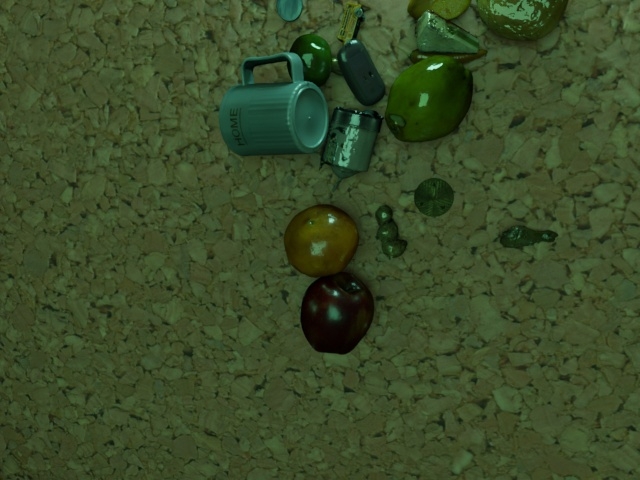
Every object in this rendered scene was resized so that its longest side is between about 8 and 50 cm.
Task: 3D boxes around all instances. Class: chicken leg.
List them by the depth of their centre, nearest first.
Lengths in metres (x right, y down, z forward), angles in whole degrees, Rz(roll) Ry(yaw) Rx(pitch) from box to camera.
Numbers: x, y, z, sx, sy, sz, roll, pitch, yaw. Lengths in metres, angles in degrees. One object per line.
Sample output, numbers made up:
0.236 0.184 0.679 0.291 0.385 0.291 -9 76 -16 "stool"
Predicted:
0.744 -0.014 1.745 0.198 0.069 0.085 0 102 6 "chicken leg"

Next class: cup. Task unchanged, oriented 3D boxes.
-0.150 -0.461 1.737 0.311 0.257 0.331 8 83 33 "cup"

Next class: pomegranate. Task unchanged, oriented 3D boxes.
-0.008 -0.637 1.762 0.225 0.187 0.187 1 101 -12 "pomegranate"

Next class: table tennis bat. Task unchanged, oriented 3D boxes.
-0.118 -0.891 1.811 0.100 0.019 0.155 -6 100 15 "table tennis bat"

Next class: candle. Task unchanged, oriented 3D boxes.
0.100 -0.322 1.783 0.187 0.187 0.330 18 106 10 "candle"

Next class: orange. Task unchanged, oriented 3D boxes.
0.000 0.000 1.813 0.284 0.284 0.226 -12 139 15 "orange"

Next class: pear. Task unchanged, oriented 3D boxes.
0.367 -0.472 1.657 0.269 0.269 0.321 43 95 3 "pear"

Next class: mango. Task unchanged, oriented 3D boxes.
0.402 -0.816 1.662 0.217 0.102 0.141 -13 122 19 "mango"

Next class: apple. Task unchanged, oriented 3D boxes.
0.061 0.271 1.847 0.288 0.288 0.317 23 125 8 "apple"

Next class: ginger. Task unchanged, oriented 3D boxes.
0.257 -0.033 1.849 0.104 0.080 0.204 -23 96 -16 "ginger"

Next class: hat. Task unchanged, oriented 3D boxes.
0.415 -0.155 1.794 0.146 0.067 0.146 2 101 13 "hat"

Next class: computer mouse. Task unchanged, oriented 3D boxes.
0.146 -0.596 1.752 0.120 0.057 0.232 -39 114 -7 "computer mouse"

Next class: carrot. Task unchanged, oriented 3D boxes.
0.440 -0.634 1.709 0.271 0.066 0.062 6 140 10 "carrot"

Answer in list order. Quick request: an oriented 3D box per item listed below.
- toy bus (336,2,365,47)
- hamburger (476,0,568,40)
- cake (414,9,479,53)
0.106 -0.757 1.756 0.074 0.069 0.162 19 102 10 "toy bus"
0.651 -0.787 1.586 0.283 0.144 0.260 16 106 16 "hamburger"
0.422 -0.682 1.681 0.220 0.086 0.117 19 150 -21 "cake"
